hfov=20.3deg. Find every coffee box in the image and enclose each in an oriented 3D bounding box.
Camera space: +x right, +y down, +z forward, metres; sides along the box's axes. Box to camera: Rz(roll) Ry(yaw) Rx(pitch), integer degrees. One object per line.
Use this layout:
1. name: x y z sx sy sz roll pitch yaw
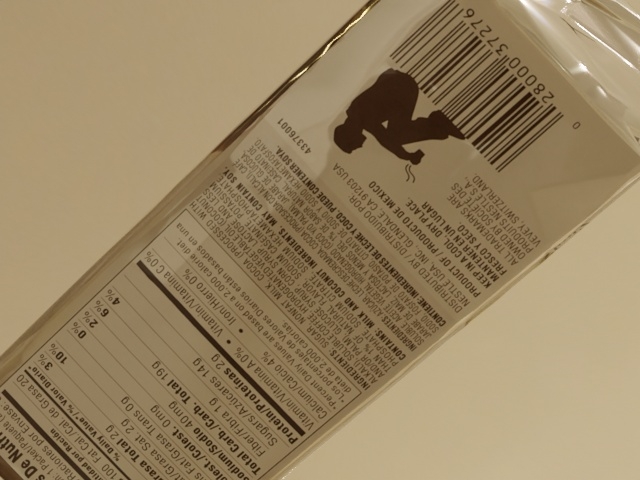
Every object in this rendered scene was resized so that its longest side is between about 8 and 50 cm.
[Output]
1. coffee box: 0.000 0.000 0.756 0.119 0.168 0.297 46 -66 -3
